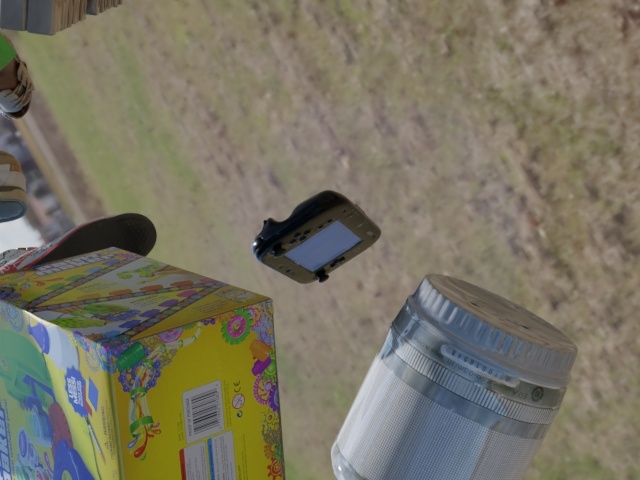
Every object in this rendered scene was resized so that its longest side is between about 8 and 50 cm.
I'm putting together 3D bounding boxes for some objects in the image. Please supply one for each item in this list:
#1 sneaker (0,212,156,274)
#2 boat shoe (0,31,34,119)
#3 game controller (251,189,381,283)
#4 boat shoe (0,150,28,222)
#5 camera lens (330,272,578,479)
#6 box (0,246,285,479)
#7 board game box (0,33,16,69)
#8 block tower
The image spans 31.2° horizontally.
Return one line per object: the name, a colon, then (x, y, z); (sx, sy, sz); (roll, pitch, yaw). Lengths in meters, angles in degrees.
sneaker: (-0.384, 0.024, 1.707); (0.145, 0.270, 0.090); (26, 143, 64)
boat shoe: (-0.628, -0.323, 2.301); (0.116, 0.123, 0.324); (38, 169, -5)
game controller: (0.000, 0.000, 1.824); (0.067, 0.166, 0.319); (68, -170, 15)
boat shoe: (-0.619, -0.079, 1.803); (0.113, 0.302, 0.103); (120, 141, -56)
camera lens: (0.154, 0.204, 1.354); (0.219, 0.274, 0.219); (24, -169, -5)
box: (-0.188, 0.183, 1.108); (0.279, 0.177, 0.290); (14, 112, 48)
board game box: (-0.586, -0.294, 1.466); (0.316, 0.242, 0.064); (52, -158, -19)
block tower: (-0.311, -0.314, 1.359); (0.335, 0.090, 0.097); (-80, -2, -74)
